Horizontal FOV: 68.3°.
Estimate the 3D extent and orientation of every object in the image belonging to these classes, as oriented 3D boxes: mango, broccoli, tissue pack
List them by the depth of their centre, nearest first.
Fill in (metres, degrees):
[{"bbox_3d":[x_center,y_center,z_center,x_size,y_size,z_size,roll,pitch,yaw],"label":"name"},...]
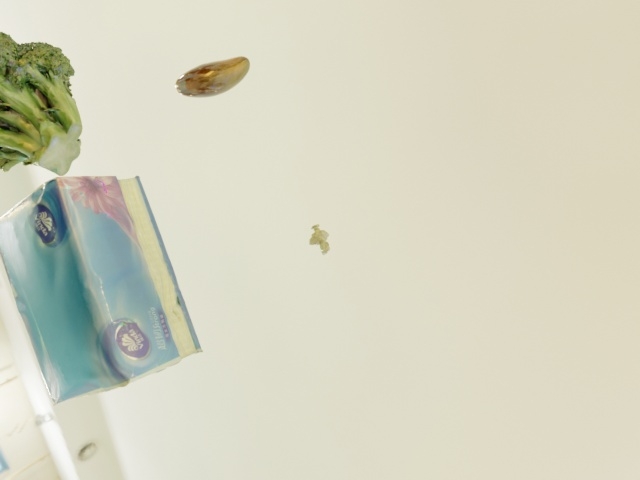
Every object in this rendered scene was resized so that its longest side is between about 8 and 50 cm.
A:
[{"bbox_3d":[-0.309,0.066,0.646,0.198,0.146,0.264,-22,-95,31],"label":"tissue pack"},{"bbox_3d":[-0.556,-0.235,0.852,0.245,0.265,0.294,36,-49,2],"label":"broccoli"},{"bbox_3d":[-0.362,-0.552,1.607,0.133,0.267,0.111,-155,-136,-84],"label":"mango"}]

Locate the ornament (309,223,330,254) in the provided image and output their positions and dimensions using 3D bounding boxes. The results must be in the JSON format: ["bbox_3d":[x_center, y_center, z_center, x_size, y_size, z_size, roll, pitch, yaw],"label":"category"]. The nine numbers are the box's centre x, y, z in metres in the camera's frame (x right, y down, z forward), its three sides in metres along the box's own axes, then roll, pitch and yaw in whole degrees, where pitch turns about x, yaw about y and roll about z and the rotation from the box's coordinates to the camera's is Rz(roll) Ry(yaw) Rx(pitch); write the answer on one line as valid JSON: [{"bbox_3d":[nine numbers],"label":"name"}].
[{"bbox_3d":[-0.001,-0.003,1.475,0.092,0.068,0.041,42,-20,4],"label":"ornament"}]
